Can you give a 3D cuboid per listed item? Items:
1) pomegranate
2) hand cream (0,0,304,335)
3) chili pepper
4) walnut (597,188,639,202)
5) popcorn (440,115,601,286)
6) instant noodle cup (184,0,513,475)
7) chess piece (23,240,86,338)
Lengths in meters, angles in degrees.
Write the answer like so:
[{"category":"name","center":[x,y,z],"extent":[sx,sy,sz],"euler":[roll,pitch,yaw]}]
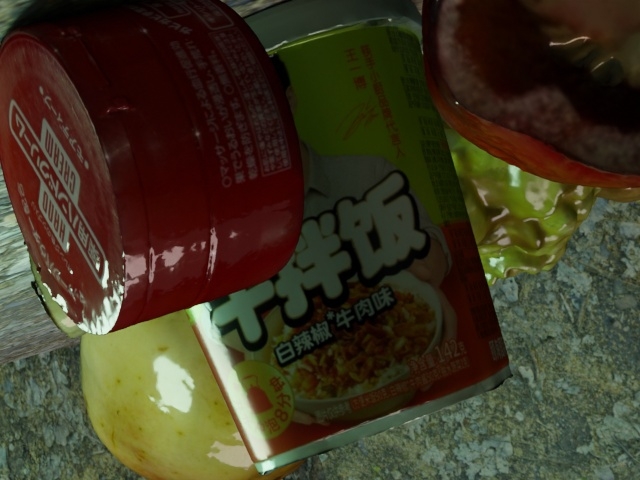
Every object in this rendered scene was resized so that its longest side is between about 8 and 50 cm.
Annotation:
[{"category":"pomegranate","center":[-0.142,0.149,1.971],"extent":[0.411,0.411,0.411],"euler":[-20,175,-2]},{"category":"hand cream","center":[-0.106,-0.048,0.862],"extent":[0.125,0.193,0.193],"euler":[-17,174,-27]},{"category":"chili pepper","center":[0.179,-0.157,0.904],"extent":[0.251,0.229,0.305],"euler":[-56,-176,6]},{"category":"walnut","center":[0.346,-0.140,1.681],"extent":[0.195,0.195,0.222],"euler":[-21,-176,13]},{"category":"popcorn","center":[0.171,-0.075,1.533],"extent":[0.270,0.224,0.258],"euler":[-12,161,15]},{"category":"instant noodle cup","center":[0.000,0.000,1.115],"extent":[0.294,0.307,0.294],"euler":[-20,176,-2]},{"category":"chess piece","center":[-0.157,-0.010,1.532],"extent":[0.301,0.137,0.137],"euler":[-24,175,3]}]
